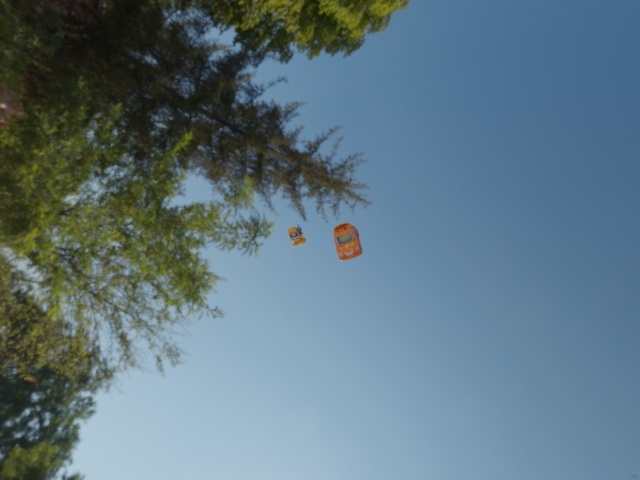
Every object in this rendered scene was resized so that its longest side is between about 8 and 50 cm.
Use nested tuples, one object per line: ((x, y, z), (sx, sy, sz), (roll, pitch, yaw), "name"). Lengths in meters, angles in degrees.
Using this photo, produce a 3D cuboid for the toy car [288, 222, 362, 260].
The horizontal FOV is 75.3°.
((0.000, 0.000, 0.584), (0.122, 0.040, 0.060), (-6, -138, 24), "toy car")
